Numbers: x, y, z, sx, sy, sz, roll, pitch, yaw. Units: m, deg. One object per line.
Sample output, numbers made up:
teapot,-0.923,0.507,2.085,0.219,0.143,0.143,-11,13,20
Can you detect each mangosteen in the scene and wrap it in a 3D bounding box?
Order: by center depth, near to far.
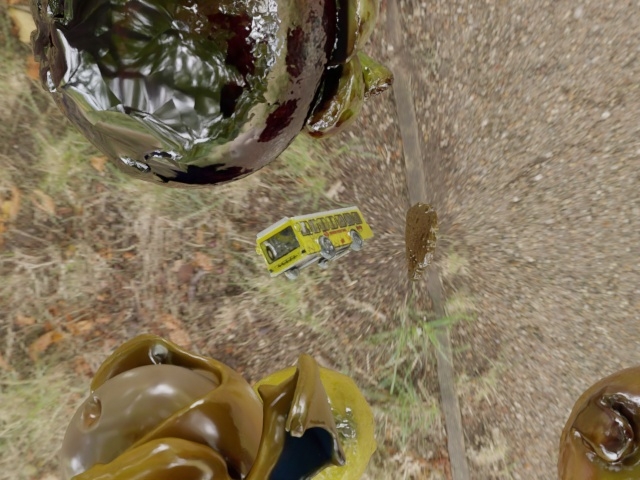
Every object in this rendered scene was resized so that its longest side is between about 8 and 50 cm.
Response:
mangosteen,-0.054,-0.127,0.546,0.230,0.194,0.194,-4,89,-29

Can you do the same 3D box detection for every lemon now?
lemon,-0.024,0.269,1.254,0.192,0.231,0.192,8,73,-27

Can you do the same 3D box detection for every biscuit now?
biscuit,0.147,-0.009,1.315,0.019,0.130,0.119,9,123,-13

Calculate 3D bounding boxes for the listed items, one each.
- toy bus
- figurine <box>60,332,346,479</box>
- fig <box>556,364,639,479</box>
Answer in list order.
toy bus,0.000,0.000,1.305,0.081,0.226,0.074,-29,83,28
figurine,-0.104,0.285,0.861,0.268,0.387,0.401,-11,109,-4
fig,0.301,0.214,0.720,0.224,0.224,0.263,-22,94,6
